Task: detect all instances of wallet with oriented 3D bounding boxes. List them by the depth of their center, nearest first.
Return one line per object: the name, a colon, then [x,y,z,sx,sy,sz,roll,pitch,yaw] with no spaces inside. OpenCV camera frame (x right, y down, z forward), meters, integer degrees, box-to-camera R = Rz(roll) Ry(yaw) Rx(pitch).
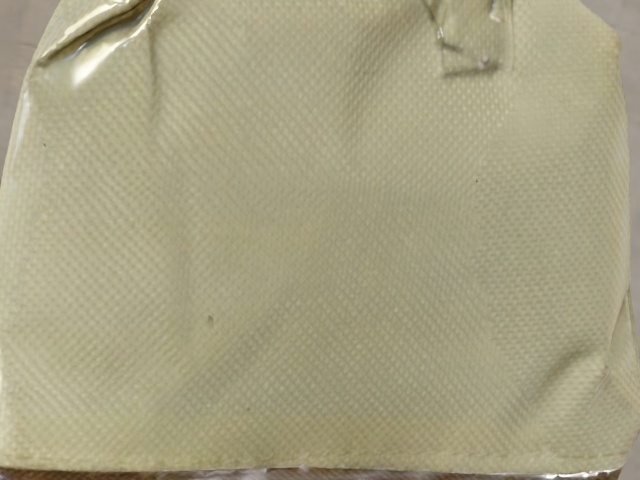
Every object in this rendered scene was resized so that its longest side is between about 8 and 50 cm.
wallet: [0.001,0.002,0.734,0.335,0.068,0.275,2,99,-20]
